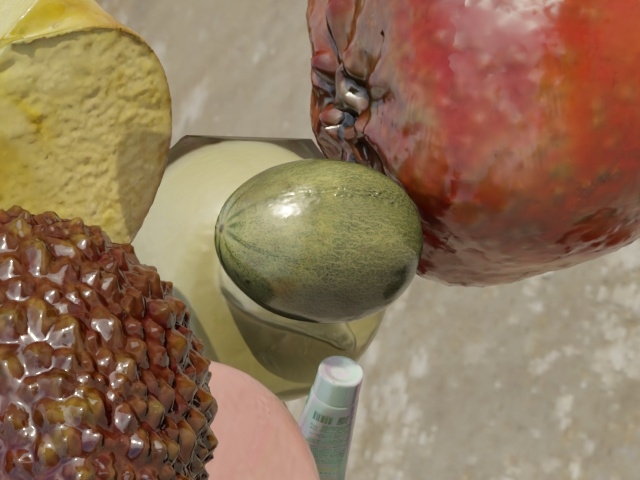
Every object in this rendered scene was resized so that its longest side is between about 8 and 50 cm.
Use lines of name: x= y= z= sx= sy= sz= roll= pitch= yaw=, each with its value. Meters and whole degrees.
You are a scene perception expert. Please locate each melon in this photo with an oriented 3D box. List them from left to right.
melon: x=0.000 y=0.000 z=0.852 sx=0.098 sy=0.130 sz=0.098 roll=-10 pitch=77 yaw=52

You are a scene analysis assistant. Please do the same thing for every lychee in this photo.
lychee: x=-0.171 y=0.118 z=0.880 sx=0.271 sy=0.271 sz=0.271 roll=-47 pitch=34 yaw=46

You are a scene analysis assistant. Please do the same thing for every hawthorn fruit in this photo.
hawthorn fruit: x=0.158 y=-0.118 z=0.980 sx=0.287 sy=0.330 sz=0.287 roll=166 pitch=90 yaw=-72

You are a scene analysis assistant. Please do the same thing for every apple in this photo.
apple: x=-0.308 y=-0.096 z=1.375 sx=0.309 sy=0.314 sz=0.252 roll=-46 pitch=-12 yaw=-12

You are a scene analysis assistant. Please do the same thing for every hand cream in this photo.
hand cream: x=0.003 y=0.197 z=1.503 sx=0.047 sy=0.076 sz=0.174 roll=-103 pitch=21 yaw=-51

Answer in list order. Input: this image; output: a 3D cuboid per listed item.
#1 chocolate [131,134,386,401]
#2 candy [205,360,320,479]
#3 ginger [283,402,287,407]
chocolate: x=-0.057 y=0.048 z=1.750 sx=0.297 sy=0.326 sz=0.314 roll=23 pitch=108 yaw=56
candy: x=-0.094 y=0.229 z=1.217 sx=0.094 sy=0.255 sz=0.255 roll=-24 pitch=50 yaw=37
ginger: x=-0.118 y=0.370 z=2.186 sx=0.321 sy=0.165 sz=0.172 roll=-86 pitch=21 yaw=-53
